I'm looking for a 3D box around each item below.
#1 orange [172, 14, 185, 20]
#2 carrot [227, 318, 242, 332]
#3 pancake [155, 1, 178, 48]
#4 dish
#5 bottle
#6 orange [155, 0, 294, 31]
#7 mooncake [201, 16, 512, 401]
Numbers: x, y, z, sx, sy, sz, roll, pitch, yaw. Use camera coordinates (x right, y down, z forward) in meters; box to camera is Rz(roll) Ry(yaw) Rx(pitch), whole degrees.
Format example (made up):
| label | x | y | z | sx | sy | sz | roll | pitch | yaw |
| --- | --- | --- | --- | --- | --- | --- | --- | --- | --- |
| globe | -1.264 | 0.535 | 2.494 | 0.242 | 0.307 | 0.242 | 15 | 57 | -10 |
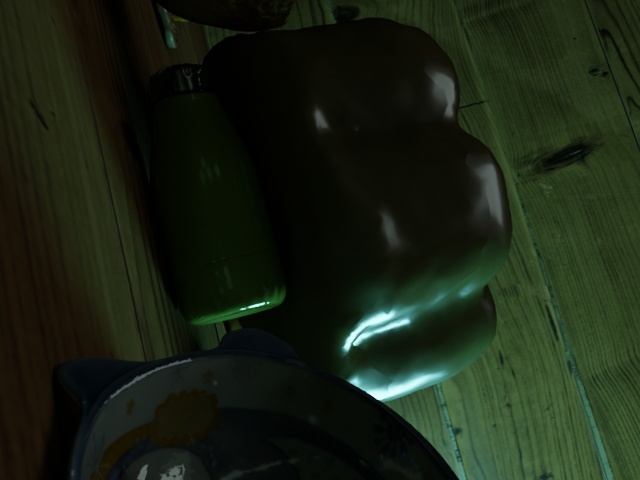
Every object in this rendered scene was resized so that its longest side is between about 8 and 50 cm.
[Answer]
| label | x | y | z | sx | sy | sz | roll | pitch | yaw |
| --- | --- | --- | --- | --- | --- | --- | --- | --- | --- |
| orange | -0.263 | -0.459 | 1.587 | 0.083 | 0.083 | 0.070 | -113 | -160 | -76 |
| carrot | 0.017 | 0.091 | 1.303 | 0.224 | 0.341 | 0.224 | 169 | -90 | -86 |
| pancake | -0.275 | -0.404 | 1.443 | 0.139 | 0.022 | 0.139 | 166 | -90 | -87 |
| dish | -0.040 | 0.147 | 0.394 | 0.236 | 0.228 | 0.086 | -66 | 179 | -64 |
| bottle | -0.116 | -0.050 | 0.838 | 0.112 | 0.112 | 0.260 | 90 | -15 | -82 |
| orange | -0.152 | -0.373 | 0.902 | 0.334 | 0.196 | 0.262 | 49 | 9 | -41 |
| mooncake | 0.027 | -0.039 | 0.991 | 0.467 | 0.262 | 0.467 | 166 | -90 | -70 |
